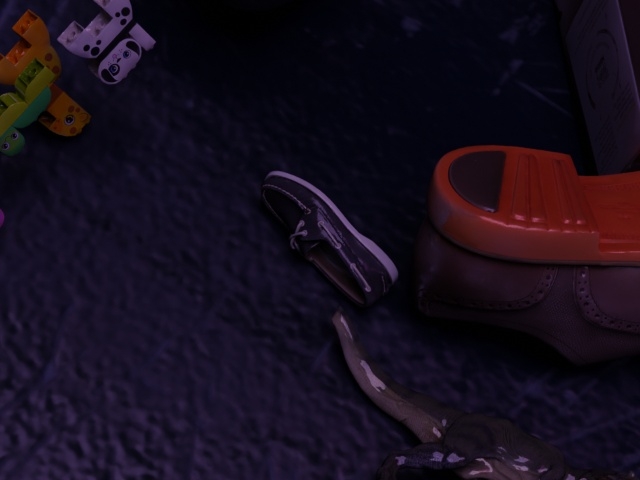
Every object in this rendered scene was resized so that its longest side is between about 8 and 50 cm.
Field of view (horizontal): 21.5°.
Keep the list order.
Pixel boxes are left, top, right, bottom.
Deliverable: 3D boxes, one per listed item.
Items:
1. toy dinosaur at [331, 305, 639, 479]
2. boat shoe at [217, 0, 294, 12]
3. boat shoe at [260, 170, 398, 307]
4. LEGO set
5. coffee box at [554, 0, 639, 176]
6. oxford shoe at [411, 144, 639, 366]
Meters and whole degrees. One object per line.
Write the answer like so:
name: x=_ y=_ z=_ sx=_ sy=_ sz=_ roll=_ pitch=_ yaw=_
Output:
toy dinosaur: x=0.100 y=0.159 z=1.187 sx=0.268 sy=0.064 sz=0.118 roll=29 pitch=58 yaw=8
boat shoe: x=0.017 y=-0.367 z=1.381 sx=0.187 sy=0.156 sz=0.500 roll=23 pitch=50 yaw=5
boat shoe: x=0.000 y=0.000 z=1.250 sx=0.125 sy=0.046 sz=0.038 roll=43 pitch=58 yaw=1
LEGO set: x=-0.209 y=-0.084 z=1.220 sx=0.227 sy=0.093 sz=0.087 roll=-48 pitch=43 yaw=-2
coffee box: x=0.290 y=-0.178 z=1.360 sx=0.168 sy=0.119 sz=0.297 roll=1 pitch=64 yaw=-14
oxford shoe: x=0.244 y=0.026 z=1.249 sx=0.364 sy=0.132 sz=0.130 roll=11 pitch=37 yaw=-7
